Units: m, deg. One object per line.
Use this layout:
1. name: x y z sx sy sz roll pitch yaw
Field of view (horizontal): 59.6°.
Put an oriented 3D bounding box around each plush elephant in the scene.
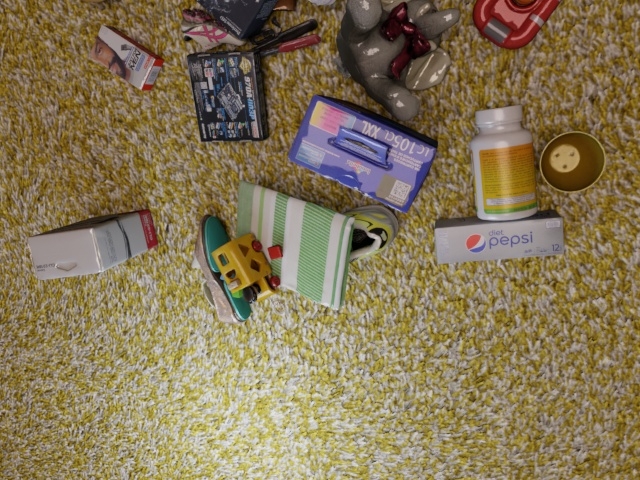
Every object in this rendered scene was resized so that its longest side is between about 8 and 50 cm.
1. plush elephant: 0.181 -0.437 1.213 0.255 0.330 0.271 -30 110 -4

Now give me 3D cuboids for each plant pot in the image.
1. plant pot: 0.557 -0.181 1.258 0.134 0.095 0.134 3 105 12

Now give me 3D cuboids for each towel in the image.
1. towel: -0.072 0.009 1.358 0.325 0.038 0.247 20 117 28

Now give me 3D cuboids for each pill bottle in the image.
1. pill bottle: 0.414 -0.177 1.270 0.136 0.136 0.245 -6 102 14

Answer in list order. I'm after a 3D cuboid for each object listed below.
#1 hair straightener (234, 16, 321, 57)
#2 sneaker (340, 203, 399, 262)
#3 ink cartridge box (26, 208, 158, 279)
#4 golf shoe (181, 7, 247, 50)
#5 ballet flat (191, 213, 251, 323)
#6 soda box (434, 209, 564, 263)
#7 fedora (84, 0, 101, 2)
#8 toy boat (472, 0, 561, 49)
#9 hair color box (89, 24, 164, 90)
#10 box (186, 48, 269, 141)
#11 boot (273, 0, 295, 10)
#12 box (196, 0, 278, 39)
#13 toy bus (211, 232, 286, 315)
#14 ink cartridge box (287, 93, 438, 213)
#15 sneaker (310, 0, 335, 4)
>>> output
1. hair straightener: -0.112 -0.496 1.370 0.231 0.047 0.089 -13 79 21
2. sneaker: 0.000 0.000 1.403 0.385 0.147 0.145 -17 101 19
3. ink cartridge box: -0.590 0.005 1.472 0.197 0.273 0.114 -7 102 14
4. golf shoe: -0.260 -0.509 1.383 0.186 0.067 0.086 24 127 17
5. ballet flat: -0.290 0.087 1.518 0.106 0.107 0.315 -11 101 30
6. soda box: 0.419 -0.010 1.331 0.286 0.098 0.091 -5 104 14
7. fedora: -0.572 -0.695 1.398 0.194 0.079 0.194 3 109 8
8. toy boat: 0.431 -0.525 1.172 0.151 0.151 0.231 35 109 2
9. hair color box: -0.503 -0.473 1.451 0.167 0.053 0.093 33 109 4
10. box: -0.228 -0.357 1.394 0.175 0.051 0.220 1 115 14
11. boot: -0.178 -0.693 1.323 0.264 0.096 0.280 8 113 4
12. box: -0.184 -0.577 1.280 0.156 0.093 0.158 41 125 -2
13. toy bus: -0.184 0.088 1.373 0.202 0.104 0.190 23 118 28
14. ink cartridge box: 0.103 -0.193 1.201 0.270 0.395 0.151 25 108 6
15. sneaker: -0.027 -0.579 1.201 0.114 0.305 0.152 -5 113 47
